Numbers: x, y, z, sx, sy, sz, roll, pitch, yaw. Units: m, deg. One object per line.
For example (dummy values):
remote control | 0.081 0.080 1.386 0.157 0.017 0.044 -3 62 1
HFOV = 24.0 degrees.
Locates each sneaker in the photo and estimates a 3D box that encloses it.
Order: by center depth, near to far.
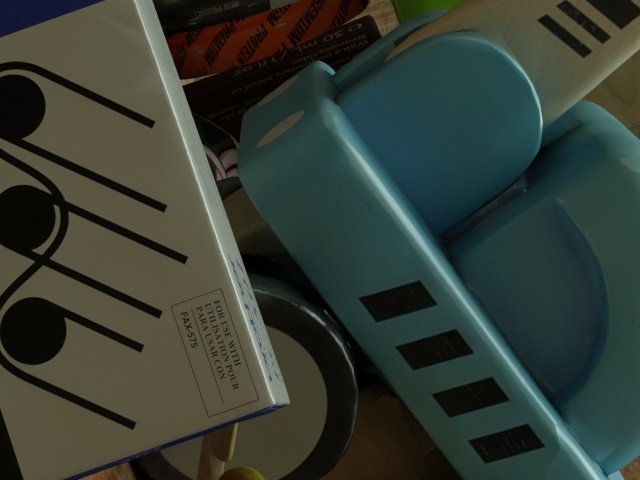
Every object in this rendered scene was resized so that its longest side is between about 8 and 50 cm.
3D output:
sneaker | -0.084 -0.040 0.944 0.077 0.072 0.178 56 5 -35

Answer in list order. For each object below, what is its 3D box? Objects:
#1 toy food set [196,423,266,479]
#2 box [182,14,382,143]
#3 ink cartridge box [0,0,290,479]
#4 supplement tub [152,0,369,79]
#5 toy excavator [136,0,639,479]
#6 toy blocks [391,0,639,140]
toy food set | -0.045 0.142 0.460 0.128 0.071 0.218 106 -25 -50
box | 0.000 0.000 1.057 0.381 0.191 0.143 -108 177 -56
ink cartridge box | -0.088 -0.037 0.409 0.046 0.097 0.207 53 17 -83
supplement tub | -0.095 -0.298 1.059 0.207 0.207 0.338 -102 171 -74
toy excavator | 0.094 -0.058 0.726 0.433 0.445 0.222 54 6 -13
toy blocks | 0.128 -0.135 1.065 0.261 0.191 0.381 130 -58 -80
